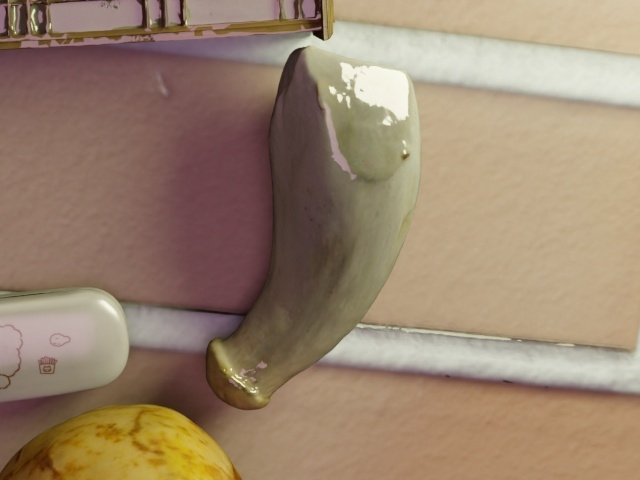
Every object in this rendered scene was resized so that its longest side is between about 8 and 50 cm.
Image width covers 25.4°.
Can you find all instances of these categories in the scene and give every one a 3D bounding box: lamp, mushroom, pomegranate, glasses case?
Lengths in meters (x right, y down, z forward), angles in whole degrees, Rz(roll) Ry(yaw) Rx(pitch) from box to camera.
[{"bbox_3d":[-0.156,-0.169,0.953,0.325,0.090,0.089,-5,102,-4],"label":"lamp"},{"bbox_3d":[0.000,0.000,0.998,0.118,0.103,0.270,13,105,-9],"label":"mushroom"},{"bbox_3d":[-0.138,0.226,0.968,0.215,0.215,0.215,-1,101,-6],"label":"pomegranate"},{"bbox_3d":[-0.234,0.077,1.011,0.193,0.049,0.074,-6,101,-6],"label":"glasses case"}]
